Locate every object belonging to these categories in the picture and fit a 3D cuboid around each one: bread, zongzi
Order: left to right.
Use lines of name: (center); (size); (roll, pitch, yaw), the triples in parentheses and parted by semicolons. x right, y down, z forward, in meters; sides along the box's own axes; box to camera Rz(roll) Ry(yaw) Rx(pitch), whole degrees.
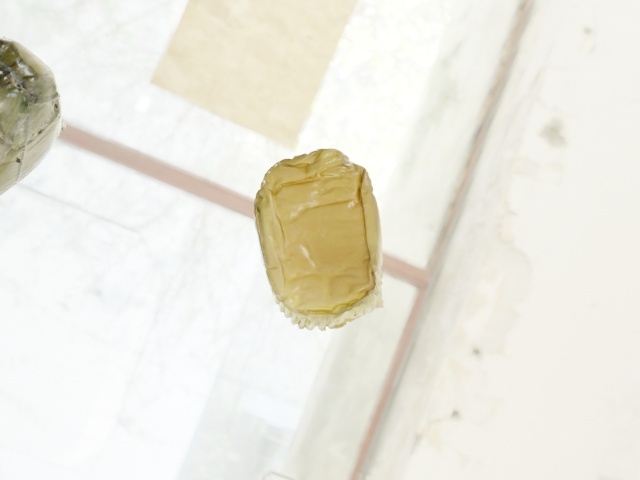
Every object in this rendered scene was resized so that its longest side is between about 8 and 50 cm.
zongzi: (-0.533, -0.122, 1.672); (0.360, 0.160, 0.323); (-43, 179, -13)
bread: (0.000, 0.000, 1.618); (0.133, 0.179, 0.250); (109, -31, -74)
